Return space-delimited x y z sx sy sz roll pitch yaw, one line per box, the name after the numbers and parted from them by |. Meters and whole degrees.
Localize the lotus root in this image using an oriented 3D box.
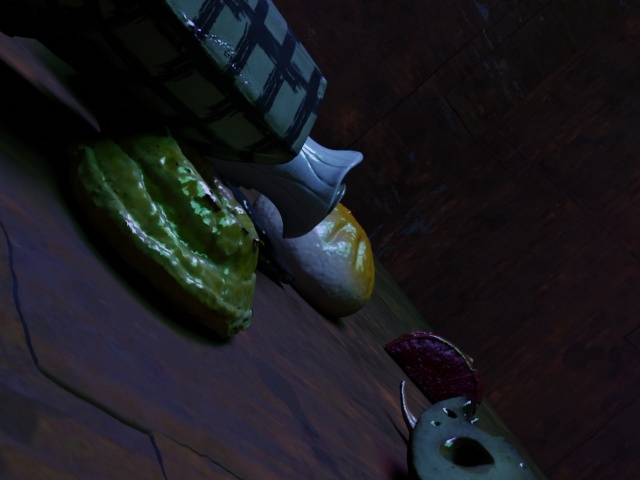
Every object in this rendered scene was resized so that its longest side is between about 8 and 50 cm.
0.192 0.336 1.071 0.314 0.141 0.210 -153 -132 -85 | lotus root

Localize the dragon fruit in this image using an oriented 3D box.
0.281 0.293 1.980 0.262 0.134 0.211 48 2 -2 | dragon fruit

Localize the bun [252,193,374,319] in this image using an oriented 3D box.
0.000 0.000 1.643 0.299 0.164 0.299 49 4 -4 | bun

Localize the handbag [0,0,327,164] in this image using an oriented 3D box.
-0.207 -0.226 0.950 0.326 0.163 0.325 7 -23 33 | handbag

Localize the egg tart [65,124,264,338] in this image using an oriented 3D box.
-0.150 -0.025 0.928 0.290 0.115 0.290 50 6 -7 | egg tart

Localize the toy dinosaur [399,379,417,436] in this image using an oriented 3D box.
0.187 0.345 1.327 0.280 0.055 0.101 53 17 30 | toy dinosaur

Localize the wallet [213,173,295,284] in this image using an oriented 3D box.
-0.133 -0.033 1.440 0.182 0.049 0.229 47 7 -49 | wallet

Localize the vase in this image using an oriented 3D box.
-0.147 -0.194 1.314 0.445 0.250 0.250 40 7 -12 | vase
